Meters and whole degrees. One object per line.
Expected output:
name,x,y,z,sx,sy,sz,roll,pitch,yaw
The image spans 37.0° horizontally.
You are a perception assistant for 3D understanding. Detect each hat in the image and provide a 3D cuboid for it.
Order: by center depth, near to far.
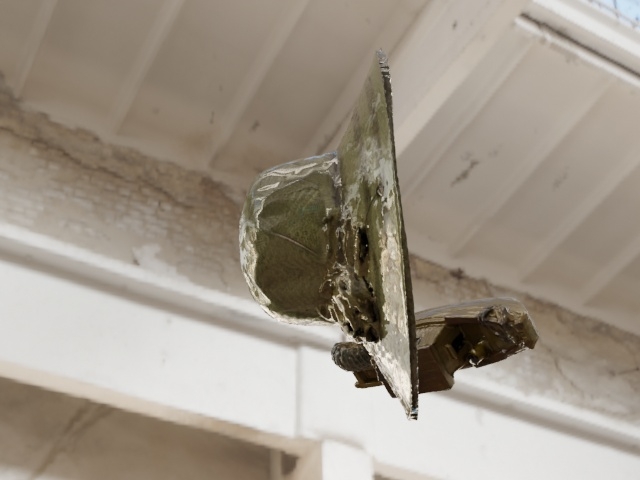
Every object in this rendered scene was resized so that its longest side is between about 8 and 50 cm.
hat,0.000,0.000,0.647,0.109,0.252,0.252,-6,-42,2

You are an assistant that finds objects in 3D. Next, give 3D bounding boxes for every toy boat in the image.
toy boat,0.144,0.144,1.255,0.321,0.121,0.089,-19,-74,44
